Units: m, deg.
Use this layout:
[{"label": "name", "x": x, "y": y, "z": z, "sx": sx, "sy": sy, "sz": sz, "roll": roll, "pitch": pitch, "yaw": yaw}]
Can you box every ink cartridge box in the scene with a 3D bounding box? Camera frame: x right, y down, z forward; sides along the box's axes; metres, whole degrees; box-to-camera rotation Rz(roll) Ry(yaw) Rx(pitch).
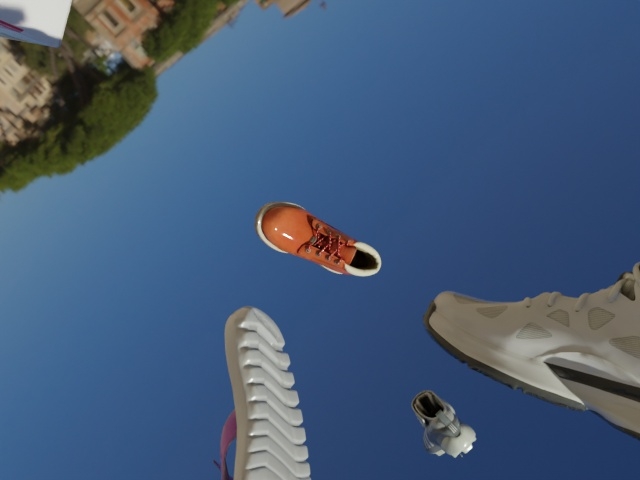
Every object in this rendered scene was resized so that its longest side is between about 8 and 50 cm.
[{"label": "ink cartridge box", "x": -0.557, "y": -0.400, "z": 1.313, "sx": 0.237, "sy": 0.172, "sz": 0.100, "roll": 16, "pitch": -89, "yaw": 29}]

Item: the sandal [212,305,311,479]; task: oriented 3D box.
[{"label": "sandal", "x": -0.093, "y": 0.295, "z": 1.121, "sx": 0.102, "sy": 0.169, "sz": 0.417, "roll": -22, "pitch": -128, "yaw": 23}]

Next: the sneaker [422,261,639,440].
[{"label": "sneaker", "x": 0.354, "y": 0.083, "z": 0.973, "sx": 0.447, "sy": 0.169, "sz": 0.258, "roll": 20, "pitch": -86, "yaw": 33}]

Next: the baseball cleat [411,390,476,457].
[{"label": "baseball cleat", "x": 0.184, "y": 0.281, "z": 1.251, "sx": 0.072, "sy": 0.109, "sz": 0.206, "roll": -36, "pitch": 173, "yaw": -13}]

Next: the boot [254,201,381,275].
[{"label": "boot", "x": 0.000, "y": 0.000, "z": 0.935, "sx": 0.084, "sy": 0.157, "sz": 0.059, "roll": 17, "pitch": -95, "yaw": 56}]
